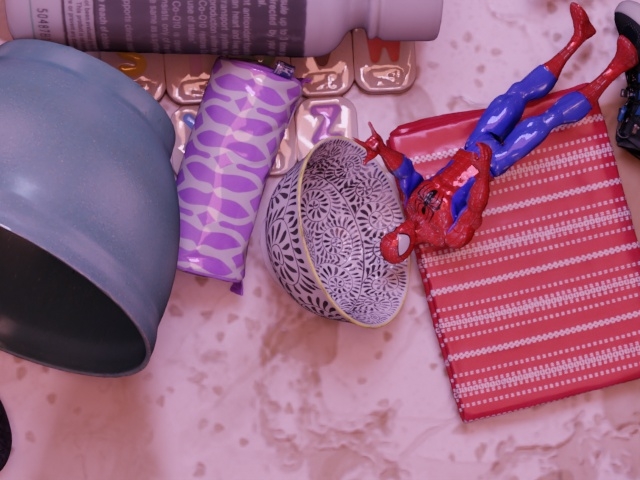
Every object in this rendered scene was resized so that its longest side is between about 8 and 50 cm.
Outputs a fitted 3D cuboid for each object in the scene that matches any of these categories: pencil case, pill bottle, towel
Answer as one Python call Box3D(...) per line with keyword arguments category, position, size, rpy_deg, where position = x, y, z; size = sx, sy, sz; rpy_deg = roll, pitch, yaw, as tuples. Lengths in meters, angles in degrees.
Box3D(category="pencil case", position=(-0.078, -0.062, 1.720), size=(0.088, 0.086, 0.206), rpy_deg=(18, 93, -35))
Box3D(category="pill bottle", position=(-0.078, -0.257, 1.661), size=(0.361, 0.204, 0.204), rpy_deg=(2, 85, -1))
Box3D(category="towel", position=(0.184, 0.008, 1.757), size=(0.199, 0.031, 0.274), rpy_deg=(-14, 86, -3))

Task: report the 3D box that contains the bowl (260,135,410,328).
Box3D(category="bowl", position=(0.000, 0.000, 1.708), size=(0.080, 0.170, 0.170), rpy_deg=(-14, 85, 32))

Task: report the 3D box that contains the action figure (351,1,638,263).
Box3D(category="action figure", position=(0.140, -0.098, 1.680), size=(0.280, 0.139, 0.091), rpy_deg=(-48, 57, -3))

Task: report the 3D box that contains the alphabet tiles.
Box3D(category="alphabet tiles", position=(-0.058, -0.195, 1.770), size=(0.284, 0.021, 0.278), rpy_deg=(-3, 85, -2))

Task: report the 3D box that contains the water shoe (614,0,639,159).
Box3D(category="water shoe", position=(0.296, -0.115, 1.750), size=(0.080, 0.073, 0.203), rpy_deg=(-25, 86, -1))

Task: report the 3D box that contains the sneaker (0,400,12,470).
Box3D(category="sneaker", position=(-0.370, 0.128, 1.718), size=(0.234, 0.084, 0.097), rpy_deg=(46, 109, 3))

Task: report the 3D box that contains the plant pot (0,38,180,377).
Box3D(category="plant pot", position=(-0.237, -0.042, 1.639), size=(0.293, 0.293, 0.196), rpy_deg=(24, 66, 0))
